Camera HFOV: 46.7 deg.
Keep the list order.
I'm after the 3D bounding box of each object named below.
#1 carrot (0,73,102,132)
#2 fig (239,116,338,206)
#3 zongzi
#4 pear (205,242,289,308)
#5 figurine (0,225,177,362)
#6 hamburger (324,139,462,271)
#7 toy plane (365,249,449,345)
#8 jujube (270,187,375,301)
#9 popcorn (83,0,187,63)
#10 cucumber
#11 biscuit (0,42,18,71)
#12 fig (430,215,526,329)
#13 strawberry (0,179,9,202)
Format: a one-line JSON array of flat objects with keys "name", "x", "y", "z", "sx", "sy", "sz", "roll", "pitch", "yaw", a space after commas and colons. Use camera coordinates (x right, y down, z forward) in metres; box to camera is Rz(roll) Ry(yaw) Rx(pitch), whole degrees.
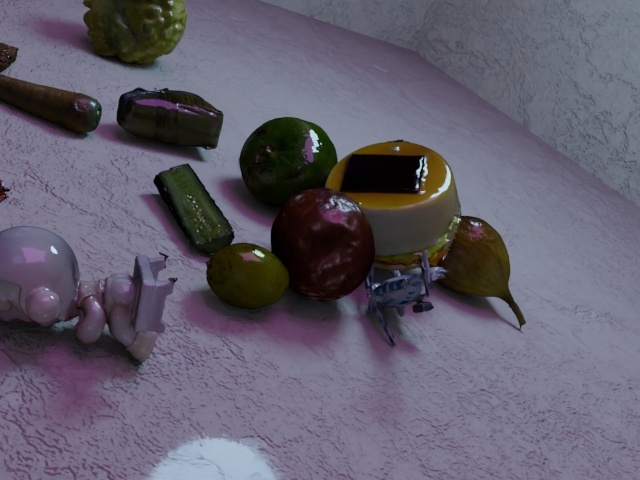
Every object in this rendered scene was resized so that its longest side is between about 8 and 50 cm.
[{"name": "carrot", "x": -0.573, "y": -0.282, "z": 1.440, "sx": 0.298, "sy": 0.078, "sz": 0.078, "roll": 18, "pitch": 24, "yaw": -2}, {"name": "fig", "x": -0.054, "y": -0.136, "z": 1.565, "sx": 0.203, "sy": 0.203, "sz": 0.235, "roll": 40, "pitch": -12, "yaw": 30}, {"name": "zongzi", "x": -0.345, "y": -0.287, "z": 1.614, "sx": 0.221, "sy": 0.112, "sz": 0.242, "roll": 9, "pitch": 21, "yaw": -31}, {"name": "pear", "x": -0.114, "y": 0.052, "z": 1.136, "sx": 0.131, "sy": 0.107, "sz": 0.107, "roll": 24, "pitch": 23, "yaw": -19}, {"name": "figurine", "x": -0.312, "y": 0.054, "z": 0.899, "sx": 0.257, "sy": 0.144, "sz": 0.182, "roll": 14, "pitch": 29, "yaw": -18}, {"name": "hamburger", "x": 0.139, "y": -0.061, "z": 1.463, "sx": 0.276, "sy": 0.179, "sz": 0.294, "roll": 1, "pitch": 42, "yaw": 11}, {"name": "toy plane", "x": 0.147, "y": 0.064, "z": 1.234, "sx": 0.107, "sy": 0.273, "sz": 0.182, "roll": -4, "pitch": 60, "yaw": -18}, {"name": "jujube", "x": 0.000, "y": 0.000, "z": 1.265, "sx": 0.190, "sy": 0.190, "sz": 0.255, "roll": 22, "pitch": 11, "yaw": -7}, {"name": "popcorn", "x": -0.492, "y": -0.597, "z": 1.948, "sx": 0.293, "sy": 0.293, "sz": 0.237, "roll": 18, "pitch": 31, "yaw": -15}, {"name": "cucumber", "x": -0.220, "y": -0.048, "z": 1.304, "sx": 0.078, "sy": 0.062, "sz": 0.211, "roll": -24, "pitch": 51, "yaw": -16}, {"name": "biscuit", "x": -0.686, "y": -0.376, "z": 1.548, "sx": 0.064, "sy": 0.034, "sz": 0.199, "roll": 20, "pitch": 25, "yaw": -15}, {"name": "fig", "x": 0.335, "y": 0.073, "z": 1.520, "sx": 0.257, "sy": 0.159, "sz": 0.159, "roll": 54, "pitch": 31, "yaw": 11}, {"name": "strawberry", "x": -0.519, "y": -0.016, "z": 0.827, "sx": 0.306, "sy": 0.137, "sz": 0.233, "roll": 12, "pitch": 39, "yaw": -5}]
